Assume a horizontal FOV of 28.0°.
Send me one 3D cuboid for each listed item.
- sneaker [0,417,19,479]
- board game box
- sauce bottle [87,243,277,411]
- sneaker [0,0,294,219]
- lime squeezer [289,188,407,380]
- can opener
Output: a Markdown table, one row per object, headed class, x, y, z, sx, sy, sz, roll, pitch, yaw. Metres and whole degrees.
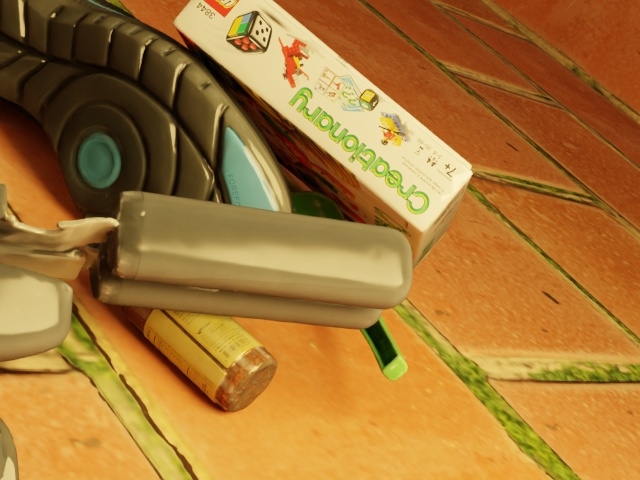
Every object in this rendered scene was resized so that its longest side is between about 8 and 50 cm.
| class | x | y | z | sx | sy | sz | roll | pitch | yaw |
| --- | --- | --- | --- | --- | --- | --- | --- | --- | --- |
| sneaker | -0.117 | 0.138 | 0.369 | 0.286 | 0.109 | 0.130 | 37 | 29 | 32 |
| board game box | 0.008 | -0.068 | 0.884 | 0.193 | 0.053 | 0.305 | 40 | -3 | 6 |
| sauce bottle | -0.080 | 0.040 | 0.705 | 0.128 | 0.042 | 0.042 | 42 | 22 | 21 |
| sneaker | -0.128 | -0.098 | 0.839 | 0.341 | 0.125 | 0.139 | 42 | 19 | 21 |
| lime squeezer | 0.000 | 0.000 | 0.850 | 0.310 | 0.059 | 0.110 | 54 | -11 | 41 |
| can opener | -0.089 | 0.021 | 0.645 | 0.280 | 0.074 | 0.093 | 3 | 70 | -22 |
